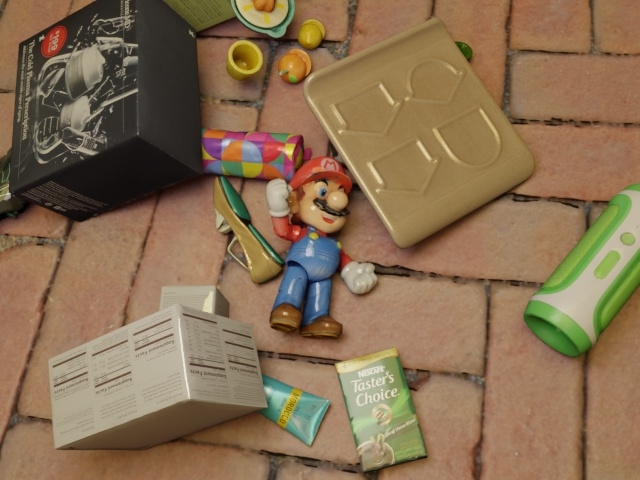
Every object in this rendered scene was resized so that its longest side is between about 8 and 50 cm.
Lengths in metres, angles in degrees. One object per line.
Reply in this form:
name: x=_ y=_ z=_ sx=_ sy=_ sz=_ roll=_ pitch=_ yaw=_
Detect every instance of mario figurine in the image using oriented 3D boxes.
mario figurine: x=0.000 y=0.000 z=1.181 sx=0.170 sy=0.198 sz=0.321 roll=-1 pitch=72 yaw=21

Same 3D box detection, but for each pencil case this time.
pencil case: x=-0.143 y=-0.166 z=1.316 sx=0.236 sy=0.104 sz=0.105 roll=7 pitch=69 yaw=8

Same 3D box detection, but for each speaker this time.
speaker: x=0.469 y=0.046 z=1.127 sx=0.131 sy=0.131 sz=0.296 roll=38 pitch=78 yaw=20

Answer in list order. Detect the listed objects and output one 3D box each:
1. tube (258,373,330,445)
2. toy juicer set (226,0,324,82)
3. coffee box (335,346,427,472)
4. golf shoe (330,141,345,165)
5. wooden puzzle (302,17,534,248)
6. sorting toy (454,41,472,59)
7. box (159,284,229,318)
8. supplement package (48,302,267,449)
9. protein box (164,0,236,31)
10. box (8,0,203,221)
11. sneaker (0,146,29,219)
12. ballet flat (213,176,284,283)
tube: x=-0.091 y=0.265 z=1.163 sx=0.207 sy=0.052 sz=0.080 roll=24 pitch=85 yaw=12
toy juicer set: x=-0.084 y=-0.477 z=1.390 sx=0.209 sy=0.089 sz=0.329 roll=5 pitch=78 yaw=-20
coffee box: x=0.098 y=0.280 z=1.131 sx=0.113 sy=0.040 sz=0.184 roll=-14 pitch=67 yaw=2
golf shoe: x=0.054 y=-0.240 z=1.319 sx=0.077 sy=0.094 sz=0.198 roll=-4 pitch=66 yaw=8
wooden puzzle: x=0.177 y=-0.196 z=1.246 sx=0.322 sy=0.080 sz=0.348 roll=-29 pitch=85 yaw=-17
sorting toy: x=0.270 y=-0.351 z=1.367 sx=0.061 sy=0.042 sz=0.102 roll=10 pitch=57 yaw=-5
box: x=-0.222 y=0.134 z=1.200 sx=0.101 sy=0.101 sz=0.087 roll=-1 pitch=68 yaw=7
supplement package: x=-0.253 y=0.226 z=1.073 sx=0.261 sy=0.204 sz=0.145 roll=-23 pitch=65 yaw=22
protein box: x=-0.309 y=-0.540 z=1.406 sx=0.201 sy=0.200 sz=0.136 roll=-15 pitch=66 yaw=20
box: x=-0.404 y=-0.256 z=1.290 sx=0.312 sy=0.179 sz=0.344 roll=-18 pitch=65 yaw=23
sneaker: x=-0.614 y=-0.112 z=1.372 sx=0.267 sy=0.101 sz=0.106 roll=-44 pitch=91 yaw=-11
ballet flat: x=-0.155 y=-0.019 z=1.270 sx=0.073 sy=0.080 sz=0.232 roll=-39 pitch=66 yaw=8
